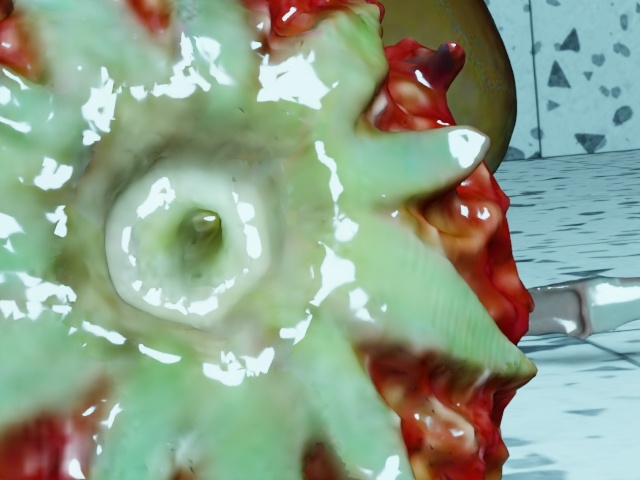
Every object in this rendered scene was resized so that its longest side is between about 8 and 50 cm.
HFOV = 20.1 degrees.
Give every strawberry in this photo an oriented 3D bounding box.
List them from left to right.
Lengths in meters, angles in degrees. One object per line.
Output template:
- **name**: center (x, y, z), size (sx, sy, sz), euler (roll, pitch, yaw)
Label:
- **strawberry**: center (-0.065, 0.033, 0.491), size (0.205, 0.205, 0.244), euler (-7, -15, -22)

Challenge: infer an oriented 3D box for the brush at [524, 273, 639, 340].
- **brush**: center (0.187, 0.025, 0.881), size (0.301, 0.084, 0.071), euler (-10, 5, 6)

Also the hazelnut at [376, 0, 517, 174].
- **hazelnut**: center (-0.042, -0.116, 1.346), size (0.365, 0.366, 0.366), euler (-5, 5, 0)
